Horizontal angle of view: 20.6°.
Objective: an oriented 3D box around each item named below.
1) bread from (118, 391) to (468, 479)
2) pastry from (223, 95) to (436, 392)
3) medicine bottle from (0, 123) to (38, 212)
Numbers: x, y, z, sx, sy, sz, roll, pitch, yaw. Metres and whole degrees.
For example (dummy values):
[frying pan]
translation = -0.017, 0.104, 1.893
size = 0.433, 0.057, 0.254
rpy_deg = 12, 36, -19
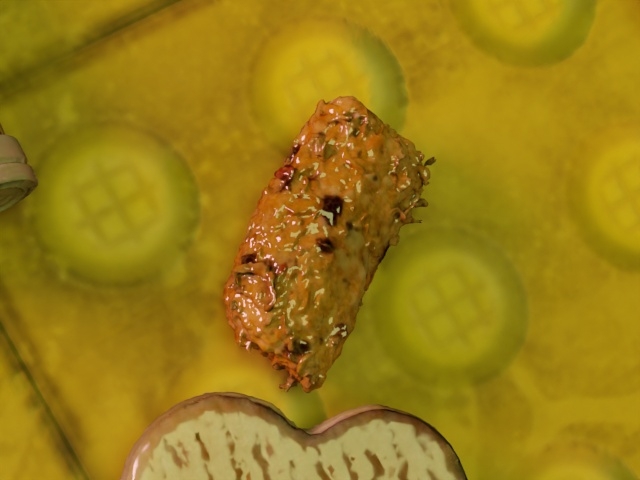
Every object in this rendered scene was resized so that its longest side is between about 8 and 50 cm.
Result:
[bread]
translation = 0.021, 0.203, 0.835
size = 0.207, 0.056, 0.286
rpy_deg = -10, 82, -15
[pastry]
translation = 0.000, 0.000, 0.874
size = 0.080, 0.056, 0.140
rpy_deg = 38, 65, -13
[medicine bottle]
translation = -0.207, -0.111, 0.828
size = 0.074, 0.074, 0.218
rpy_deg = -21, 84, -19
